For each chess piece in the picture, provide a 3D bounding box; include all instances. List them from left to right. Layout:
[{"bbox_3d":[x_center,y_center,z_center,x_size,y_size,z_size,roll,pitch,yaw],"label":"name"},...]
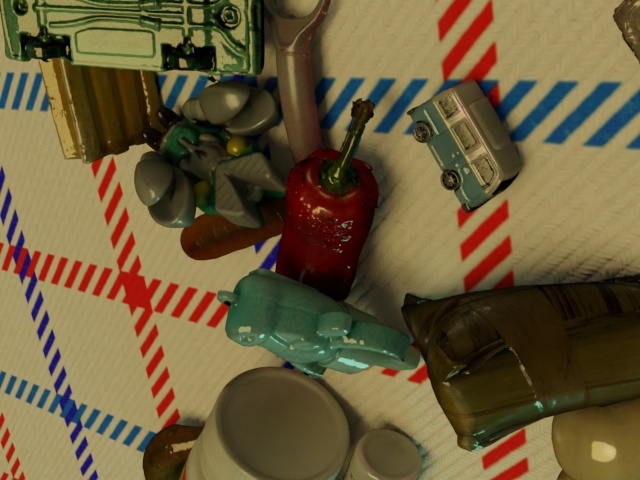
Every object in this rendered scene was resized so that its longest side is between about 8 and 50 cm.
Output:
[{"bbox_3d":[0.314,0.289,0.915,0.167,0.167,0.300,2,107,41],"label":"chess piece"}]

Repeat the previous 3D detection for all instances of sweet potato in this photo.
[{"bbox_3d":[-0.249,0.373,1.511,0.108,0.079,0.346,27,134,-10],"label":"sweet potato"}]

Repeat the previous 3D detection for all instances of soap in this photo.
[{"bbox_3d":[-0.295,-0.232,1.155,0.073,0.140,0.232,11,120,37],"label":"soap"}]

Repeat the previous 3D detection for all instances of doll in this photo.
[{"bbox_3d":[-0.157,-0.094,1.078,0.258,0.153,0.195,-1,68,39],"label":"doll"}]

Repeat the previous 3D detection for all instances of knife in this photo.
[{"bbox_3d":[-0.030,-0.182,1.015,0.123,0.053,0.278,17,123,41],"label":"knife"}]

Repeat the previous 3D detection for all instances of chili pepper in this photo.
[{"bbox_3d":[0.000,0.000,1.045,0.110,0.110,0.388,38,142,20],"label":"chili pepper"}]

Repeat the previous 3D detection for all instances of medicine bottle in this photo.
[{"bbox_3d":[-0.104,0.369,1.275,0.211,0.211,0.372,40,134,18],"label":"medicine bottle"},{"bbox_3d":[0.064,0.374,1.214,0.095,0.095,0.260,35,134,22],"label":"medicine bottle"}]

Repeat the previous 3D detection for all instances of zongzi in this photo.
[{"bbox_3d":[0.226,0.087,0.924,0.260,0.289,0.123,-17,105,3],"label":"zongzi"}]

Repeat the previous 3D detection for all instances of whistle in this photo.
[{"bbox_3d":[-0.001,0.106,1.034,0.273,0.093,0.186,22,155,-26],"label":"whistle"}]

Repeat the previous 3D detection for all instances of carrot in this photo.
[{"bbox_3d":[-0.111,-0.018,1.167,0.225,0.067,0.067,-17,101,44],"label":"carrot"}]

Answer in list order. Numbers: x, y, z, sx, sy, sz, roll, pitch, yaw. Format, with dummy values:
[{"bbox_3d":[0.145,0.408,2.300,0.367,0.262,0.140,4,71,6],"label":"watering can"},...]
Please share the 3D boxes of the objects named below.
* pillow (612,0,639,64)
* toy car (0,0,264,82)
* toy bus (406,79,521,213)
[{"bbox_3d":[0.353,-0.189,0.668,0.135,0.049,0.248,55,140,-3],"label":"pillow"},{"bbox_3d":[-0.217,-0.264,1.008,0.320,0.097,0.142,6,113,12],"label":"toy car"},{"bbox_3d":[0.153,-0.098,0.890,0.075,0.060,0.123,-31,89,43],"label":"toy bus"}]
